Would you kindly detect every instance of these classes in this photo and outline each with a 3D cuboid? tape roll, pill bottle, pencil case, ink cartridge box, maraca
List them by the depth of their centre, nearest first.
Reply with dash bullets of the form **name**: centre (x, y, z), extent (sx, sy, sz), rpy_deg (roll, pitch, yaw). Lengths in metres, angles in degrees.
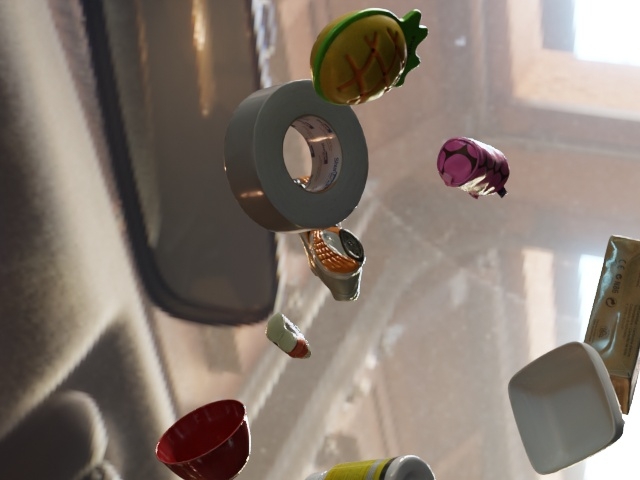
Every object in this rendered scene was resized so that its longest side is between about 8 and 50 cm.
- **maraca**: centre (0.062, -0.227, 1.651), extent (0.185, 0.099, 0.127), rpy_deg (-16, -45, -40)
- **tape roll**: centre (-0.033, -0.121, 1.958), extent (0.219, 0.072, 0.219), rpy_deg (7, -100, -40)
- **pill bottle**: centre (0.072, 0.407, 2.128), extent (0.119, 0.208, 0.119), rpy_deg (16, -113, -44)
- **ink cartridge box**: centre (0.480, 0.139, 2.162), extent (0.193, 0.088, 0.235), rpy_deg (63, -139, -62)
- **pencil case**: centre (0.273, -0.127, 2.416), extent (0.098, 0.095, 0.209), rpy_deg (-49, -22, 13)

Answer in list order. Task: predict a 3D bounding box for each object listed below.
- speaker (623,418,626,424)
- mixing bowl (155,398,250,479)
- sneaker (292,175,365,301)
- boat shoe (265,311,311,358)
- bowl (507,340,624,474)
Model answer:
- **speaker**: centre (0.368, 0.216, 1.888), extent (0.136, 0.055, 0.055), rpy_deg (56, -153, 3)
- **mixing bowl**: centre (-0.193, 0.378, 2.418), extent (0.098, 0.181, 0.181), rpy_deg (62, -143, -21)
- **sneaker**: centre (0.000, 0.000, 2.272), extent (0.121, 0.099, 0.262), rpy_deg (87, 166, -44)
- **boat shoe**: centre (-0.055, 0.164, 2.305), extent (0.043, 0.137, 0.049), rpy_deg (29, -85, -27)
- **bowl**: centre (0.310, 0.206, 1.662), extent (0.053, 0.142, 0.142), rpy_deg (7, -123, -41)
